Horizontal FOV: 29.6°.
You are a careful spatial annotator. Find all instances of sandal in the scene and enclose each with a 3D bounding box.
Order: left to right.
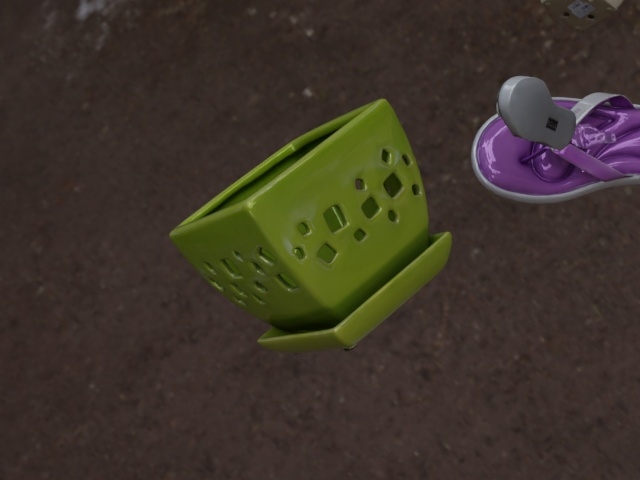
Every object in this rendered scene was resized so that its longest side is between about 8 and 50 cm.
[{"bbox_3d":[0.430,-0.158,1.843,0.102,0.416,0.169,120,143,-67],"label":"sandal"}]

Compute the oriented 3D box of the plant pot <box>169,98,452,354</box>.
[{"bbox_3d":[0.000,0.000,1.382,0.228,0.207,0.227,-38,11,-28],"label":"plant pot"}]

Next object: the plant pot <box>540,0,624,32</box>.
[{"bbox_3d":[0.349,-0.343,1.602,0.109,0.109,0.096,-28,36,52],"label":"plant pot"}]

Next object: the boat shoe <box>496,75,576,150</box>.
[{"bbox_3d":[0.274,-0.171,1.627,0.070,0.219,0.078,22,90,31],"label":"boat shoe"}]
